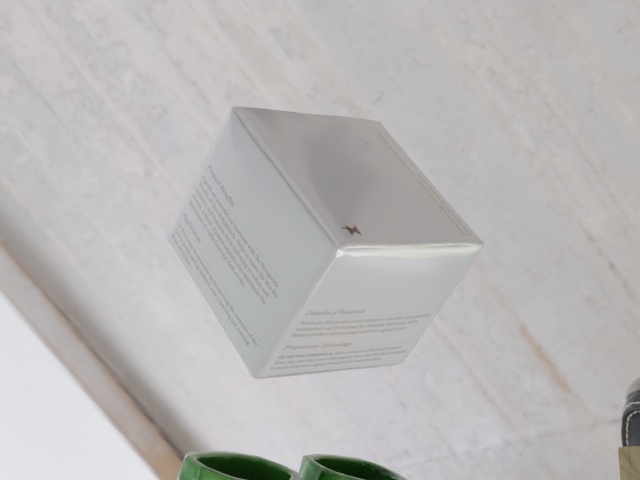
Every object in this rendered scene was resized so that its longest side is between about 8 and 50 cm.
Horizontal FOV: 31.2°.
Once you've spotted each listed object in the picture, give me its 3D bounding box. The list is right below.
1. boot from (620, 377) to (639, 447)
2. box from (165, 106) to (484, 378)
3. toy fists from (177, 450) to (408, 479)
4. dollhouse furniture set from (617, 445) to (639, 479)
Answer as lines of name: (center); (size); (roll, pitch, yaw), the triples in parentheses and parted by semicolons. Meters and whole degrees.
boot: (0.342, 0.355, 1.133); (0.138, 0.284, 0.377); (4, 124, 39)
box: (0.000, 0.000, 0.558); (0.101, 0.102, 0.087); (54, 128, 33)
toy fists: (-0.025, 0.252, 0.915); (0.096, 0.279, 0.142); (19, 93, 37)
dollhouse furniture set: (0.305, 0.146, 0.888); (0.144, 0.151, 0.123); (-6, 163, 18)
